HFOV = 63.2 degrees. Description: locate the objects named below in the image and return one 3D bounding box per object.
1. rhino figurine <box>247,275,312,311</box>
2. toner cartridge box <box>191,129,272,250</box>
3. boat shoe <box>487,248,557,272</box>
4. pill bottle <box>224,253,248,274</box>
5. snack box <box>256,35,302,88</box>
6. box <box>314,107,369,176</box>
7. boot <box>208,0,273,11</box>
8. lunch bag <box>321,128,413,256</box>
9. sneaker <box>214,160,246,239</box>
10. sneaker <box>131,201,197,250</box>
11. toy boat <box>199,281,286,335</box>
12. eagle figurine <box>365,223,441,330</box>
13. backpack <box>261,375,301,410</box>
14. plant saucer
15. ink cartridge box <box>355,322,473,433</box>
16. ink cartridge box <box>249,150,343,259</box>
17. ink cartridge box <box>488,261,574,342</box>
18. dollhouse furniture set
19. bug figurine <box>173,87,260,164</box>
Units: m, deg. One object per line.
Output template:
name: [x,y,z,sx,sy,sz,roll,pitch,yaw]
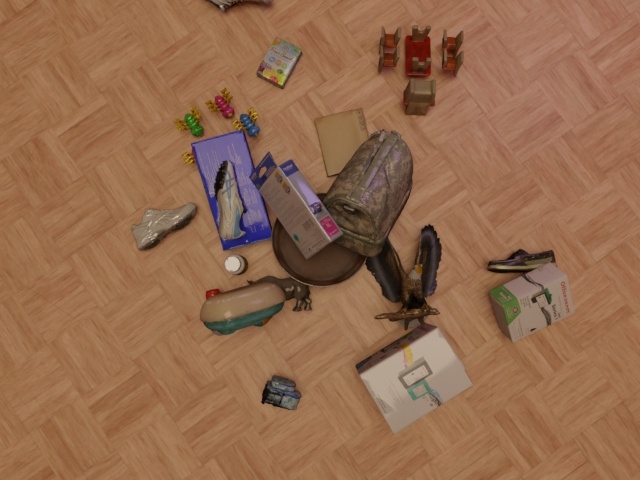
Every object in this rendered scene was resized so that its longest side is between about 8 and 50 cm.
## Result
rhino figurine: [-0.148,0.165,1.651,0.244,0.073,0.106,2,91,8]
toner cartridge box: [-0.272,-0.156,1.636,0.165,0.075,0.347,-15,99,0]
boat shoe: [0.637,0.064,1.652,0.224,0.080,0.073,-1,80,-5]
pill bottle: [-0.267,0.076,1.636,0.065,0.116,0.065,0,86,1]
snack box: [-0.136,-0.589,1.725,0.100,0.037,0.141,28,86,2]
box: [0.080,-0.323,1.711,0.165,0.021,0.201,-13,86,0]
boot: [-0.287,-0.809,1.726,0.259,0.095,0.123,28,92,11]
lunch bag: [0.146,-0.146,1.536,0.213,0.256,0.305,27,64,11]
sneaker: [-0.270,-0.122,1.570,0.086,0.085,0.236,-6,97,-28]
sneaker: [-0.509,-0.070,1.666,0.232,0.090,0.115,-32,83,-3]
toy boat: [-0.249,0.215,1.554,0.268,0.318,0.147,-14,92,-38]
eagle figurine: [0.275,0.110,1.617,0.226,0.225,0.298,24,45,-34]
backpack: [-0.116,0.472,1.611,0.115,0.105,0.084,22,87,-3]
plant saucer: [0.000,0.000,1.647,0.311,0.050,0.310,2,72,-5]
ink cartridge box: [0.274,0.403,1.566,0.270,0.198,0.197,-31,85,-3]
ink cartridge box: [-0.076,-0.106,1.524,0.065,0.186,0.311,-37,90,-30]
ink cartridge box: [0.651,0.190,1.601,0.220,0.092,0.160,-26,117,-1]
dollhouse furniture set: [0.318,-0.556,1.694,0.262,0.135,0.258,3,74,1]
bug figurine: [-0.335,-0.362,1.693,0.279,0.072,0.216,-32,80,3]
